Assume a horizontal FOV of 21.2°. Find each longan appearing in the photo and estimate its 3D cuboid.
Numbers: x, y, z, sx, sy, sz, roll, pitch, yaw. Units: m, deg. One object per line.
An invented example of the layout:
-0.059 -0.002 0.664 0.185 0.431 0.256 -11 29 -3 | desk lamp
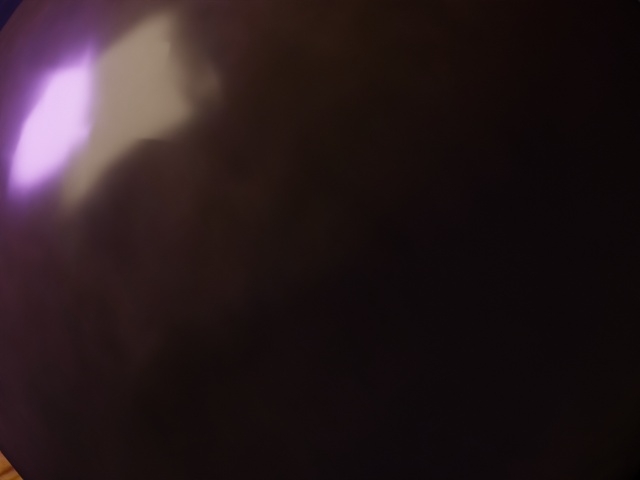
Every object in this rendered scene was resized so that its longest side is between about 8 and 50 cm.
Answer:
0.000 0.000 0.676 0.319 0.319 0.319 -55 15 22 | longan

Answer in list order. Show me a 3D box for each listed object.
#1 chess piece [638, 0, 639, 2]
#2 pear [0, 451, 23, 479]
0.082 -0.115 0.916 0.330 0.182 0.182 -53 15 47 | chess piece
-0.136 0.220 0.772 0.281 0.280 0.281 -55 15 22 | pear
